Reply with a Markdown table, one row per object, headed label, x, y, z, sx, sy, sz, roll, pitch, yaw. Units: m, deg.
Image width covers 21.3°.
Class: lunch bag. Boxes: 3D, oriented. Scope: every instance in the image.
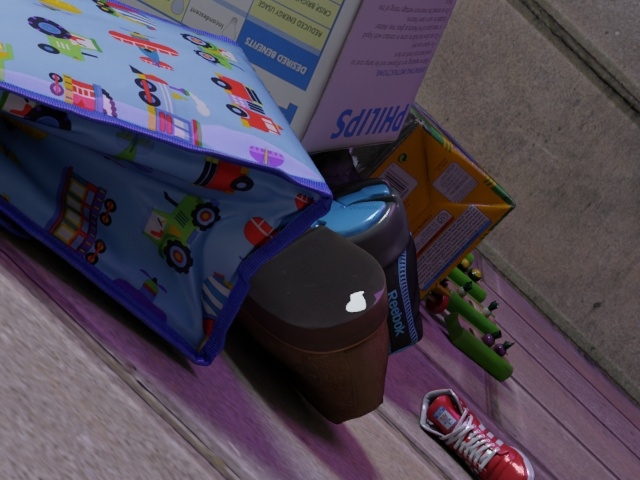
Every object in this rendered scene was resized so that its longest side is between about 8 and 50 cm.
| label | x | y | z | sx | sy | sz | roll | pitch | yaw |
| --- | --- | --- | --- | --- | --- | --- | --- | --- | --- |
| lunch bag | -0.168 | -0.087 | 0.980 | 0.293 | 0.138 | 0.221 | 29 | 16 | -30 |

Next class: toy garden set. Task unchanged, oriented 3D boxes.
| label | x | y | z | sx | sy | sz | roll | pitch | yaw |
| --- | --- | --- | --- | --- | --- | --- | --- | --- | --- |
| toy garden set | 0.155 | 0.029 | 2.086 | 0.204 | 0.049 | 0.244 | 38 | 24 | -37 |

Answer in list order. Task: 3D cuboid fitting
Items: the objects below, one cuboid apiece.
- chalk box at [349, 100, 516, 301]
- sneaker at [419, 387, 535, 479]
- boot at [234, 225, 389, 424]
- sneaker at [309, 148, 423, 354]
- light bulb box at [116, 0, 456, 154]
| label | x | y | z | sx | sy | sz | roll | pitch | yaw |
| --- | --- | --- | --- | --- | --- | --- | --- | --- | --- |
| chalk box | 0.049 | -0.088 | 1.908 | 0.179 | 0.180 | 0.289 | 39 | 10 | -35 |
| sneaker | 0.125 | 0.165 | 1.400 | 0.067 | 0.042 | 0.118 | 43 | -2 | -41 |
| boot | -0.051 | 0.019 | 1.183 | 0.305 | 0.112 | 0.115 | 45 | -24 | 46 |
| sneaker | 0.000 | 0.000 | 1.517 | 0.341 | 0.125 | 0.140 | -126 | -165 | -69 |
| light bulb box | -0.047 | -0.314 | 1.499 | 0.358 | 0.361 | 0.225 | 30 | 18 | 20 |
